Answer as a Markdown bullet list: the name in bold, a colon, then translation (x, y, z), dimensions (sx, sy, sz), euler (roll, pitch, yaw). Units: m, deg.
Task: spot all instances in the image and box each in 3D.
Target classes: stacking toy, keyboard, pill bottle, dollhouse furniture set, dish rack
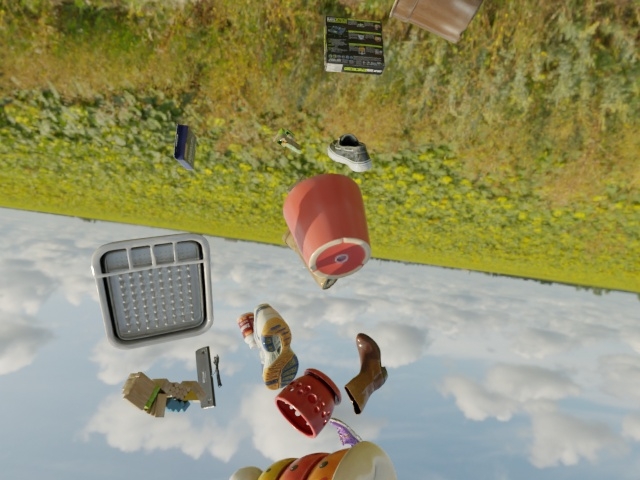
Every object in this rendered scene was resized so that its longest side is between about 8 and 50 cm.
- **stacking toy**: translation (-0.063, 0.692, 1.196), dimensions (0.480, 0.350, 0.351), euler (-8, 170, 32)
- **keyboard**: translation (-0.587, 0.719, 2.438), dimensions (0.202, 0.316, 0.033), euler (-24, 159, 36)
- **pill bottle**: translation (-0.308, 0.403, 2.045), dimensions (0.086, 0.152, 0.086), euler (-23, 153, -12)
- **dollhouse furniture set**: translation (-0.112, -0.310, 1.479), dimensions (0.076, 0.058, 0.151), euler (34, -159, -24)
- **dish rack**: translation (-0.443, 0.128, 1.242), dimensions (0.286, 0.332, 0.072), euler (-9, -151, -22)

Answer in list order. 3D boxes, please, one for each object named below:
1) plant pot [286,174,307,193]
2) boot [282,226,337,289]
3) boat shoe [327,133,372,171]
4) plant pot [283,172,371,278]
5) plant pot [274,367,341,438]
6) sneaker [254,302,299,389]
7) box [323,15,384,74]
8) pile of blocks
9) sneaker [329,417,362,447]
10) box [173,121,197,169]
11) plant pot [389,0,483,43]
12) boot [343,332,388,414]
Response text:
- **plant pot**: translation (-0.086, -0.216, 2.042), dimensions (0.109, 0.109, 0.096), euler (49, -171, -3)
- **boot**: translation (0.000, 0.000, 1.618), dimensions (0.089, 0.236, 0.269), euler (2, -145, -46)
- **boat shoe**: translation (0.122, -0.381, 1.882), dimensions (0.121, 0.119, 0.335), euler (-16, -152, -17)
- **plant pot**: translation (0.034, -0.030, 1.442), dimensions (0.275, 0.243, 0.274), euler (-10, 140, -9)
- **plant pot**: translation (-0.036, 0.551, 1.588), dimensions (0.191, 0.191, 0.174), euler (6, -140, 48)
- **sneaker**: translation (-0.138, 0.314, 1.370), dimensions (0.112, 0.296, 0.131), euler (-13, -144, -22)
- **box**: translation (0.106, -0.626, 1.472), dimensions (0.191, 0.184, 0.045), euler (1, 161, -8)
- **pile of blocks**: translation (-0.607, 0.593, 1.739), dimensions (0.113, 0.148, 0.362), euler (-12, 153, 32)
- **sneaker**: translation (0.096, 0.778, 1.839), dimensions (0.170, 0.071, 0.068), euler (45, 161, -6)
- **box**: translation (-0.525, -0.364, 1.794), dimensions (0.037, 0.136, 0.225), euler (6, 177, -3)
- **plant pot**: translation (0.268, -0.538, 1.022), dimensions (0.165, 0.166, 0.167), euler (29, 178, -1)
- **boot**: translation (0.171, 0.578, 2.026), dimensions (0.096, 0.263, 0.280), euler (-13, -171, 38)
